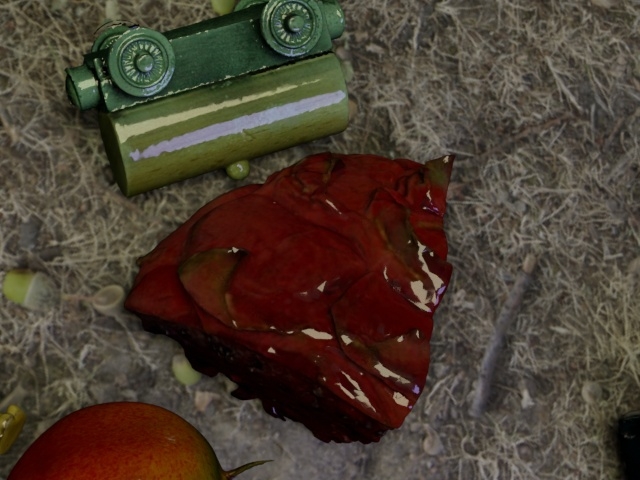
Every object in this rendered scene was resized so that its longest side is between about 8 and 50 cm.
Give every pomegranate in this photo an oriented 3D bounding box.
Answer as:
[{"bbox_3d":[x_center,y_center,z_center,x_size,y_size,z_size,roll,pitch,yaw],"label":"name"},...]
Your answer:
[{"bbox_3d":[-0.159,0.256,1.044,0.256,0.221,0.221,-5,79,-2],"label":"pomegranate"}]

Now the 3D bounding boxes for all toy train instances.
[{"bbox_3d":[-0.109,-0.161,1.225,0.307,0.126,0.190,-19,115,-18],"label":"toy train"}]

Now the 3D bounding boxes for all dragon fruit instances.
[{"bbox_3d":[0.002,-0.002,1.147,0.286,0.228,0.329,34,73,-4],"label":"dragon fruit"}]

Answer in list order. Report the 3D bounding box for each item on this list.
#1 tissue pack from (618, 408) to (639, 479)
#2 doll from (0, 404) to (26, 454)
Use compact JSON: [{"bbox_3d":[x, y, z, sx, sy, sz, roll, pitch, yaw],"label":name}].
[{"bbox_3d":[0.499,0.350,1.180,0.253,0.264,0.417,-8,81,-21],"label":"tissue pack"},{"bbox_3d":[-0.420,0.133,1.058,0.296,0.117,0.141,28,69,-8],"label":"doll"}]
